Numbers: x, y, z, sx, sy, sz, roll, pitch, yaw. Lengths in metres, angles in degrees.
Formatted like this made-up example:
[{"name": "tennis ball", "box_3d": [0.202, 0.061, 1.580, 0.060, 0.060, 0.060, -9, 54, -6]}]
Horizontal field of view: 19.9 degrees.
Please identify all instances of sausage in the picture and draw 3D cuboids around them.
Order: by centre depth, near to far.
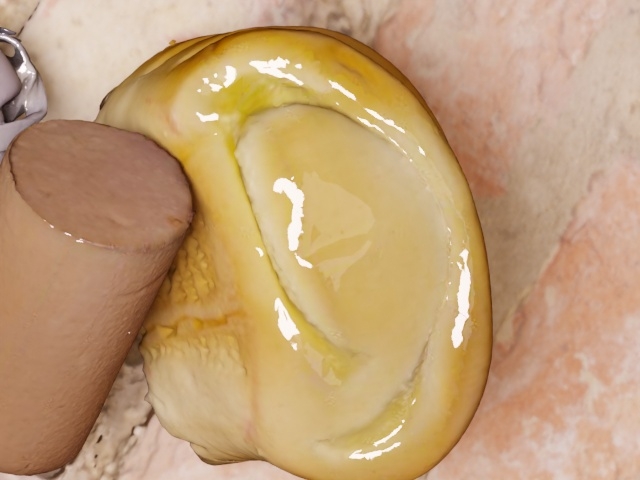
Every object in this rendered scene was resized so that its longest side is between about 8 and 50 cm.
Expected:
[{"name": "sausage", "box_3d": [-0.175, 0.046, 1.168, 0.123, 0.123, 0.253, 9, 133, -22]}]

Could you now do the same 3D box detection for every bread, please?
[{"name": "bread", "box_3d": [0.000, 0.000, 1.217, 0.211, 0.270, 0.316, -22, 97, -31]}]

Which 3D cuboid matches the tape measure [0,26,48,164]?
[{"name": "tape measure", "box_3d": [-0.299, -0.062, 1.161, 0.236, 0.120, 0.197, 13, 86, -17]}]
